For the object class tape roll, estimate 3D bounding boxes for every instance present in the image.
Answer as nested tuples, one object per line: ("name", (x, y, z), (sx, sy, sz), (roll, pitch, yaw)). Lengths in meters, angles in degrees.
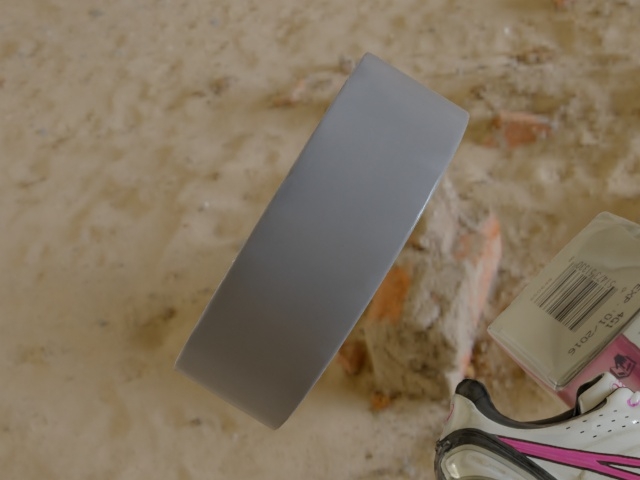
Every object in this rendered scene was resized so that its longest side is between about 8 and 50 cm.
("tape roll", (0.000, 0.000, 0.718), (0.072, 0.219, 0.219), (32, 49, -2))

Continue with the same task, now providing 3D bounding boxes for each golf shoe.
("golf shoe", (0.142, 0.099, 0.526), (0.186, 0.067, 0.086), (3, 79, -8))

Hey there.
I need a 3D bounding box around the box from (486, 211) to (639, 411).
("box", (0.251, 0.111, 0.841), (0.127, 0.232, 0.148), (-46, 16, 1))
